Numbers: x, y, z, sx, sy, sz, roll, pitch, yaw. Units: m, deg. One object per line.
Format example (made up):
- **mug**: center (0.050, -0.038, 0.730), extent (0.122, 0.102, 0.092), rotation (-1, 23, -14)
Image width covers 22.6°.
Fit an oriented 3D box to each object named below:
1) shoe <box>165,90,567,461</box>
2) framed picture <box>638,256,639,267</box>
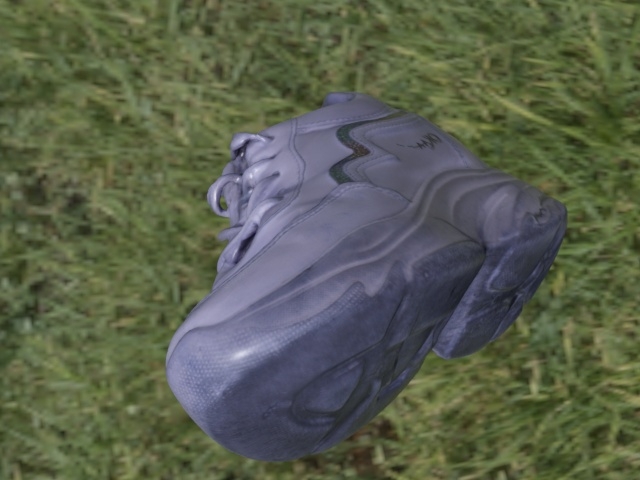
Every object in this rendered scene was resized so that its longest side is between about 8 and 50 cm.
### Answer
- **shoe**: center (0.000, 0.000, 0.662), extent (0.137, 0.245, 0.095), rotation (35, 119, 21)
- **framed picture**: center (0.397, 0.156, 1.432), extent (0.018, 0.231, 0.293), rotation (118, 162, -48)
